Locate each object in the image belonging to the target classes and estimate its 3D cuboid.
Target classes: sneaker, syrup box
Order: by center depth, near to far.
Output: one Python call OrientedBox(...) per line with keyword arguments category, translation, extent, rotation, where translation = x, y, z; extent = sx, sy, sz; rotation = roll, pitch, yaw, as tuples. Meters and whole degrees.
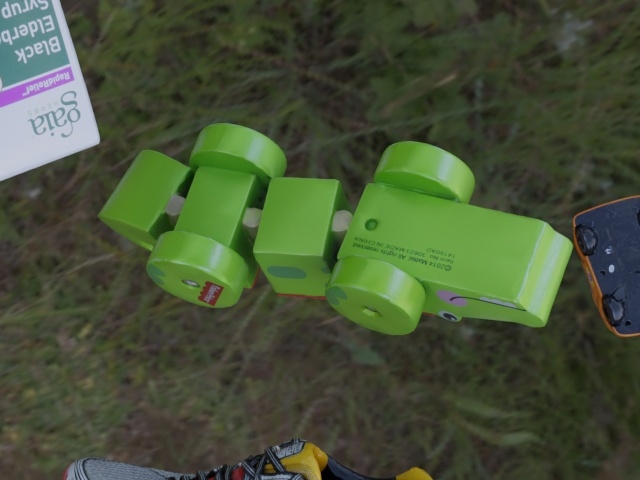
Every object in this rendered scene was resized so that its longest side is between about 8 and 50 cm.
OrientedBox(category="sneaker", translation=(-0.037, 0.151, 0.962), extent=(0.225, 0.088, 0.092), rotation=(9, 111, -2))
OrientedBox(category="syrup box", translation=(-0.220, -0.156, 1.000), extent=(0.093, 0.096, 0.236), rotation=(-24, 110, -27))

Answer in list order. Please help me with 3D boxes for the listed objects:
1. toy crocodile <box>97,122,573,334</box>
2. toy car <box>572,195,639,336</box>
OrientedBox(category="toy crocodile", translation=(0.000, 0.000, 1.117), extent=(0.105, 0.341, 0.115), rotation=(61, 42, -57))
OrientedBox(category="toy car", translation=(0.158, -0.007, 0.704), extent=(0.122, 0.040, 0.060), rotation=(-34, 79, -11))
